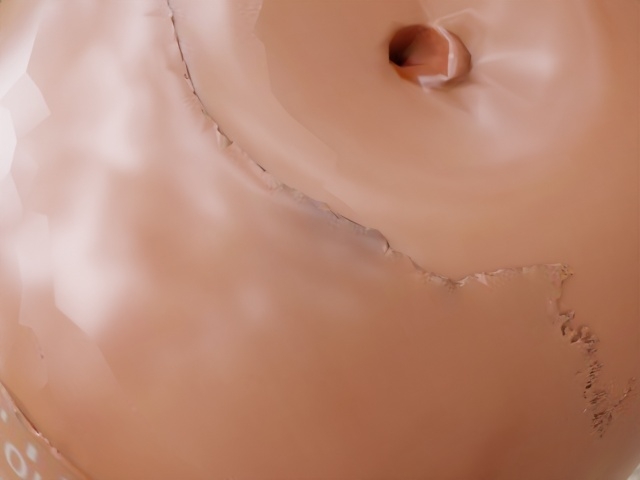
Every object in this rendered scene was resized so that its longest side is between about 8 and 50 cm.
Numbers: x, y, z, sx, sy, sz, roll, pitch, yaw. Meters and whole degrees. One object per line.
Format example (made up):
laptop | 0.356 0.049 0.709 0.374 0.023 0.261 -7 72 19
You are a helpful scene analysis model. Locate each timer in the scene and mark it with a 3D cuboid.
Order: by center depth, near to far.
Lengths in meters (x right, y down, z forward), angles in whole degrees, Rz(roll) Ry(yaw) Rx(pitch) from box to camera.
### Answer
timer | 0.000 0.000 0.460 0.215 0.230 0.229 118 165 -58
